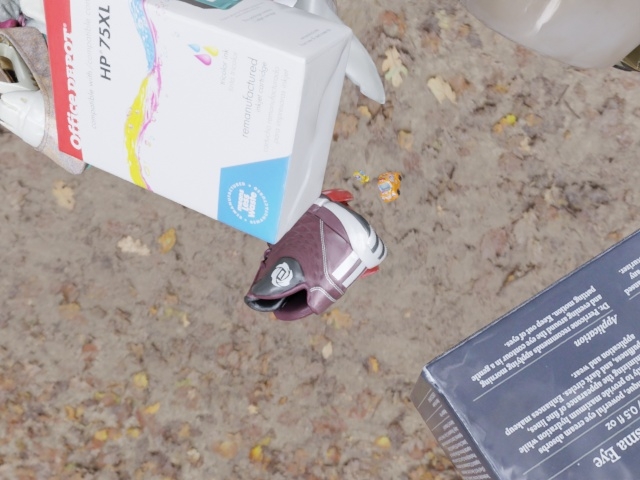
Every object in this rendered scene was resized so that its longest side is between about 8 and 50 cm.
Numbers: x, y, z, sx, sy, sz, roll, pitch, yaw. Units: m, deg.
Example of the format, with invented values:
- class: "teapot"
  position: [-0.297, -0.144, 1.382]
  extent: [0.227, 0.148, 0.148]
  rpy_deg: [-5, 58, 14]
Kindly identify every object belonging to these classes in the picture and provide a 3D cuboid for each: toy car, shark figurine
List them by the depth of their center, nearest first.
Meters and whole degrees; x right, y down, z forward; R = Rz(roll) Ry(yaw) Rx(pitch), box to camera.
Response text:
- class: "shark figurine"
  position: [0.007, -0.244, 0.487]
  extent: [0.116, 0.278, 0.166]
  rpy_deg: [4, 132, -19]
- class: "toy car"
  position: [0.097, -0.103, 1.124]
  extent: [0.040, 0.122, 0.060]
  rpy_deg: [34, 70, -37]

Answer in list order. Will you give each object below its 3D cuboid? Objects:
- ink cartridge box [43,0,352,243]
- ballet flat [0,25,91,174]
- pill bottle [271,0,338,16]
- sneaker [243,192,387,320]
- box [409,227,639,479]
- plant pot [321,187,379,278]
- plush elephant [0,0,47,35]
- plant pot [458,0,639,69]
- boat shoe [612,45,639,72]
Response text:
- class: "ink cartridge box"
  position: [-0.106, -0.108, 0.419]
  extent: [0.230, 0.078, 0.134]
  rpy_deg: [22, 128, 14]
- class: "ballet flat"
  position: [-0.449, -0.219, 0.940]
  extent: [0.316, 0.106, 0.108]
  rpy_deg: [55, 128, 29]
- class: "pill bottle"
  position: [-0.068, -0.530, 1.346]
  extent: [0.210, 0.363, 0.210]
  rpy_deg: [-2, 143, -2]
- class: "sneaker"
  position: [-0.059, 0.002, 0.770]
  extent: [0.163, 0.281, 0.106]
  rpy_deg: [-50, 131, -6]
- class: "box"
  position: [0.309, 0.174, 0.546]
  extent: [0.343, 0.179, 0.313]
  rpy_deg: [-30, 68, -8]
- class: "plant pot"
  position: [0.000, 0.000, 1.135]
  extent: [0.191, 0.191, 0.174]
  rpy_deg: [-13, 90, 10]
- class: "plush elephant"
  position: [-0.608, -0.406, 1.222]
  extent: [0.255, 0.272, 0.330]
  rpy_deg: [33, 86, 0]
- class: "plant pot"
  position: [0.253, -0.320, 0.524]
  extent: [0.323, 0.323, 0.280]
  rpy_deg: [22, 130, -5]
- class: "boat shoe"
  position: [0.396, -0.245, 0.776]
  extent: [0.152, 0.049, 0.056]
  rpy_deg: [34, 108, 32]
